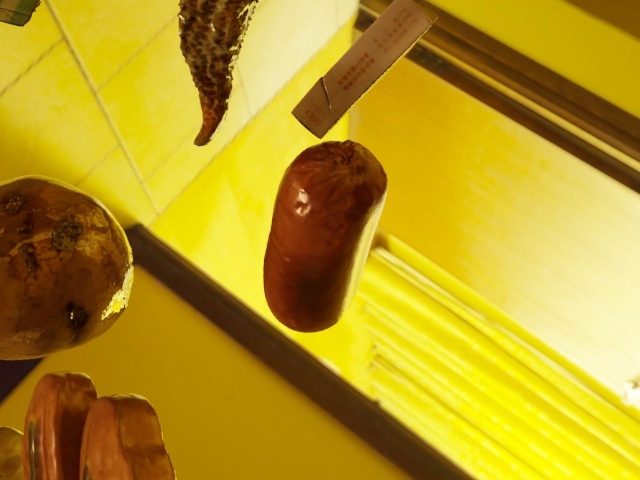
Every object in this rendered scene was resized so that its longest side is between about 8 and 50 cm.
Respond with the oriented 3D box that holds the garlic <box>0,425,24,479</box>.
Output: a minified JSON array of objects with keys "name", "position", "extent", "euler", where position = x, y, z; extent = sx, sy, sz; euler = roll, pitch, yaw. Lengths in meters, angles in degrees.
[{"name":"garlic","position":[-0.431,0.325,1.105],"extent":[0.228,0.228,0.152],"euler":[-51,174,-11]}]

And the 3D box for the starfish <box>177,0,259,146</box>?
[{"name":"starfish","position":[-0.057,-0.270,0.680],"extent":[0.358,0.347,0.078],"euler":[-46,-158,7]}]

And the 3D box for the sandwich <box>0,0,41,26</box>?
[{"name":"sandwich","position":[-0.429,-0.370,1.274],"extent":[0.074,0.116,0.074],"euler":[10,153,-32]}]

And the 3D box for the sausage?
[{"name":"sausage","position":[0.000,0.000,0.670],"extent":[0.076,0.076,0.197],"euler":[-43,162,-30]}]

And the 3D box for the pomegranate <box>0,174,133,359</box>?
[{"name":"pomegranate","position":[-0.411,0.038,1.328],"extent":[0.281,0.281,0.281],"euler":[-45,157,-25]}]

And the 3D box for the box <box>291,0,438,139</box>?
[{"name":"box","position":[0.067,-0.259,1.350],"extent":[0.233,0.067,0.149],"euler":[-45,-178,19]}]

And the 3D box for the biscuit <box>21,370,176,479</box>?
[{"name":"biscuit","position":[-0.149,0.252,0.583],"extent":[0.047,0.202,0.334],"euler":[-4,97,-35]}]
